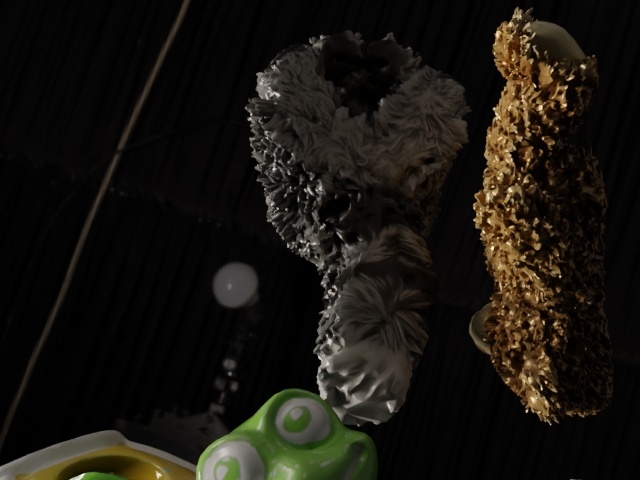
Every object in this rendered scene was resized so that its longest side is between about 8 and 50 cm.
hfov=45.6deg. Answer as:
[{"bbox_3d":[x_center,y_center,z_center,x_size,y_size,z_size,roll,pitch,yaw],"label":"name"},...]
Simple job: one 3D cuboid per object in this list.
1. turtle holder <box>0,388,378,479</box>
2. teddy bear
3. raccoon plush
[{"bbox_3d":[-0.107,0.216,0.370,0.243,0.227,0.320,-19,158,-30],"label":"turtle holder"},{"bbox_3d":[0.176,-0.023,0.641,0.113,0.338,0.245,-4,-156,13],"label":"teddy bear"},{"bbox_3d":[0.000,0.000,0.805,0.216,0.447,0.299,17,149,0],"label":"raccoon plush"}]
